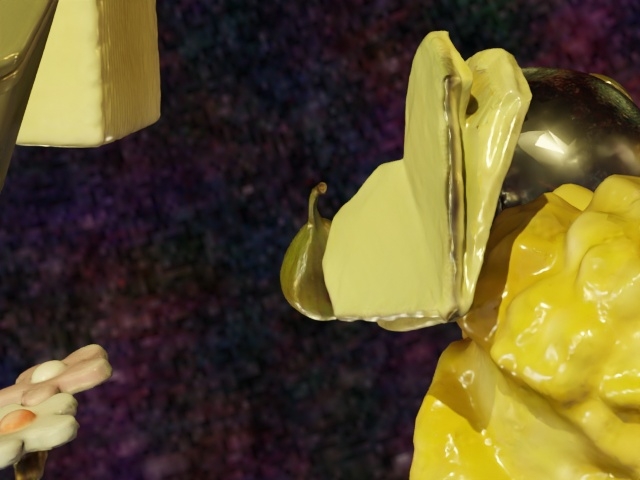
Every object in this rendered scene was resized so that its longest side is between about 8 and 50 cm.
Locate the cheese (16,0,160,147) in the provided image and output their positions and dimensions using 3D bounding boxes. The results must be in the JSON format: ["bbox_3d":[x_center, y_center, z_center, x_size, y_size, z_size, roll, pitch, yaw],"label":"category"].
[{"bbox_3d":[-0.245,-0.238,1.909,0.124,0.265,0.242,1,-170,14],"label":"cheese"}]

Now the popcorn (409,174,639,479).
[{"bbox_3d":[0.225,0.131,1.238,0.349,0.349,0.382,26,93,-48],"label":"popcorn"}]

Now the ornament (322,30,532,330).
[{"bbox_3d":[0.066,-0.011,1.165,0.059,0.180,0.201,11,128,-20],"label":"ornament"}]

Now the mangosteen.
[{"bbox_3d":[0.247,-0.049,2.040,0.300,0.300,0.300,-13,147,-9],"label":"mangosteen"}]

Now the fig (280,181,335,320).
[{"bbox_3d":[0.013,0.002,1.882,0.093,0.093,0.166,-2,124,-25],"label":"fig"}]

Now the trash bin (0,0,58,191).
[{"bbox_3d":[-0.267,-0.099,1.331,0.121,0.243,0.247,19,131,-5],"label":"trash bin"}]

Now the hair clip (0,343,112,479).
[{"bbox_3d":[-0.290,0.180,1.951,0.146,0.257,0.075,-22,113,20],"label":"hair clip"}]
